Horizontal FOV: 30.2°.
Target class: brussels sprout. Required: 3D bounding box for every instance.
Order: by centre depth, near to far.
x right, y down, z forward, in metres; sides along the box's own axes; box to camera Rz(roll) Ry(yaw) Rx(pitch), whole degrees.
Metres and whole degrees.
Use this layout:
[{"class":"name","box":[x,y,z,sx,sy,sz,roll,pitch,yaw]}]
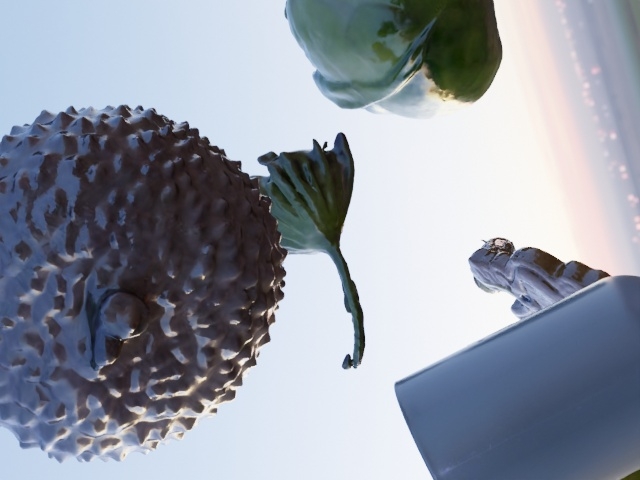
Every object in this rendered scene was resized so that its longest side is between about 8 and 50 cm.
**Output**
[{"class":"brussels sprout","box":[0.141,-0.384,2.101,0.361,0.342,0.425,50,172,49]}]

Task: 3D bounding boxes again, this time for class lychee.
[{"class":"lychee","box":[-0.232,0.038,1.261,0.432,0.380,0.380,-139,27,-69]}]

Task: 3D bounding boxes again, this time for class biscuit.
[{"class":"biscuit","box":[0.313,0.076,1.595,0.186,0.044,0.295,40,166,-13]}]

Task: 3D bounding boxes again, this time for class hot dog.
[{"class":"hot dog","box":[0.288,0.038,1.955,0.286,0.061,0.088,-2,-76,-80]}]

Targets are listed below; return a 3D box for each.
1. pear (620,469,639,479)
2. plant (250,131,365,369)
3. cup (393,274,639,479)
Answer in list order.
[{"class":"pear","box":[0.448,0.378,1.788,0.307,0.253,0.253,41,-153,-22]},{"class":"plant","box":[0.030,-0.006,1.871,0.333,0.180,0.251,46,139,21]},{"class":"cup","box":[0.258,0.177,1.288,0.205,0.312,0.205,61,-175,-9]}]
